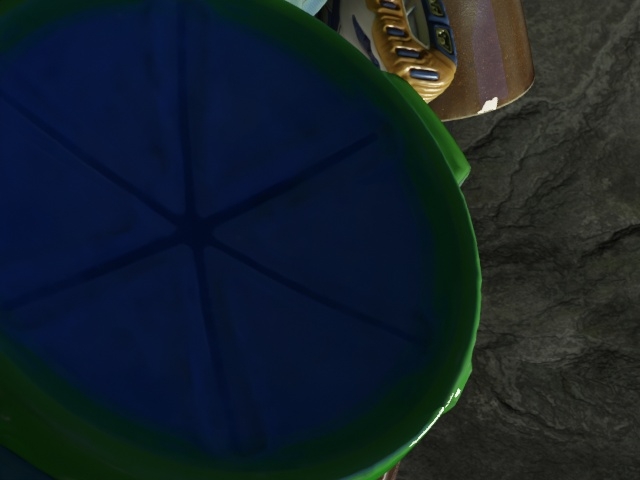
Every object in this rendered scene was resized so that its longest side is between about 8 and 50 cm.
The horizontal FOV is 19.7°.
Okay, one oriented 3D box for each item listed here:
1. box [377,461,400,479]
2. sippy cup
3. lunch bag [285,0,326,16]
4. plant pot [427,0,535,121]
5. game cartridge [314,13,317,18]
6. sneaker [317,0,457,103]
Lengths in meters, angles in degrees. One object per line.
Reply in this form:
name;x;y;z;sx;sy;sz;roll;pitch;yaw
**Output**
box;0.018;0.192;2.095;0.203;0.168;0.167;72;35;-78
sippy cup;-0.086;0.041;0.765;0.224;0.305;0.240;130;-36;-49
lunch bag;-0.063;-0.166;0.835;0.262;0.160;0.223;-54;168;-27
plant pot;0.087;-0.255;1.712;0.215;0.215;0.230;-62;150;-60
game cartridge;-0.065;-0.064;1.424;0.294;0.060;0.196;-66;173;-50
sneaker;0.024;-0.228;1.542;0.131;0.112;0.296;-34;-129;44
